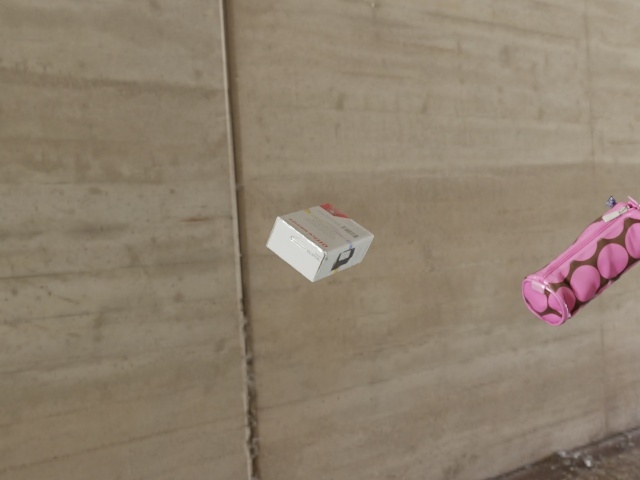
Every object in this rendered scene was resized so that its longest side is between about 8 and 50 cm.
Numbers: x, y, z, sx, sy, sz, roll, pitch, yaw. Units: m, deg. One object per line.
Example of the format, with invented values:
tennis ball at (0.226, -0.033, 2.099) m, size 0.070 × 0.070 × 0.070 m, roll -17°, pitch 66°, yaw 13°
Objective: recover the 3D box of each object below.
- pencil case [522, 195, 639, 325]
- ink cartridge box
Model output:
pencil case at (0.392, 0.029, 1.042) m, size 0.095 × 0.209 × 0.098 m, roll 43°, pitch -12°, yaw 36°
ink cartridge box at (0.000, 0.000, 1.385) m, size 0.127 × 0.072 × 0.175 m, roll 37°, pitch 30°, yaw 23°
